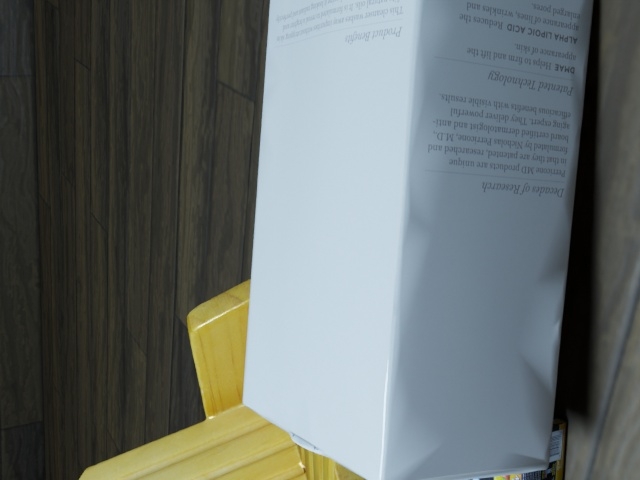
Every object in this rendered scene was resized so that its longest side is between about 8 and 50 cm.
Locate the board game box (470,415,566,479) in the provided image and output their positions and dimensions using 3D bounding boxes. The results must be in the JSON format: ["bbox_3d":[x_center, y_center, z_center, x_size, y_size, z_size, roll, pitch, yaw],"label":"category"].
[{"bbox_3d":[0.134,0.208,0.729,0.141,0.048,0.170,18,112,57],"label":"board game box"}]

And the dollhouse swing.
[{"bbox_3d":[-0.129,0.263,0.869,0.315,0.305,0.346,88,166,-47],"label":"dollhouse swing"}]

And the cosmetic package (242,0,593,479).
[{"bbox_3d":[0.061,-0.037,0.651,0.217,0.156,0.384,14,102,60],"label":"cosmetic package"}]
